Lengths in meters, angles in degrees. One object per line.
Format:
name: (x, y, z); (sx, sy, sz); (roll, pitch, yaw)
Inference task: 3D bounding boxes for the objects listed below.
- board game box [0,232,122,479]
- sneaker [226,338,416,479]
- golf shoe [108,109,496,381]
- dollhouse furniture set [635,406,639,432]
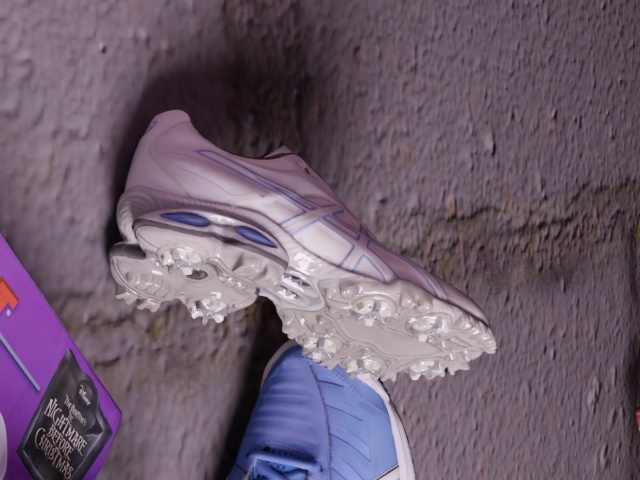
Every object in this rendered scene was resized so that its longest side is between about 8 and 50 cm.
board game box: (-0.177, 0.025, 0.526); (0.347, 0.056, 0.208); (62, 36, -43)
sneaker: (-0.013, 0.141, 0.802); (0.081, 0.080, 0.211); (31, 63, -62)
golf shoe: (0.000, 0.000, 0.785); (0.176, 0.069, 0.086); (23, 52, -32)
dollhouse furniture set: (0.227, 0.258, 1.240); (0.201, 0.152, 0.374); (49, 32, -51)
